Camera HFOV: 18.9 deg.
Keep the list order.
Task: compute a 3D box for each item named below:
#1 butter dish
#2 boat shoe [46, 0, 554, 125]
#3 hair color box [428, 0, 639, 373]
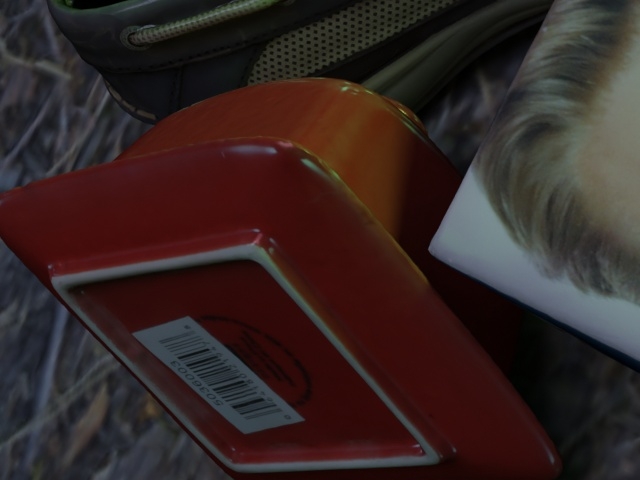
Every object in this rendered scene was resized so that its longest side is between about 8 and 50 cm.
[{"bbox_3d":[0.000,0.000,0.639,0.160,0.160,0.118,-10,41,44],"label":"butter dish"},{"bbox_3d":[0.050,-0.146,0.647,0.355,0.130,0.132,-39,52,22],"label":"boat shoe"},{"bbox_3d":[0.206,0.002,0.472,0.347,0.105,0.174,27,91,44],"label":"hair color box"}]
